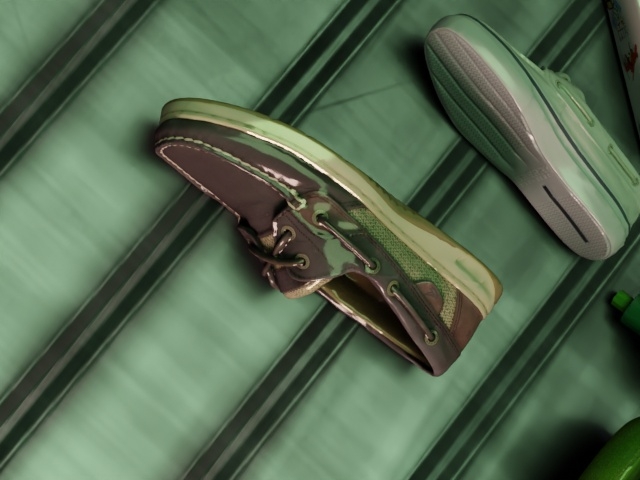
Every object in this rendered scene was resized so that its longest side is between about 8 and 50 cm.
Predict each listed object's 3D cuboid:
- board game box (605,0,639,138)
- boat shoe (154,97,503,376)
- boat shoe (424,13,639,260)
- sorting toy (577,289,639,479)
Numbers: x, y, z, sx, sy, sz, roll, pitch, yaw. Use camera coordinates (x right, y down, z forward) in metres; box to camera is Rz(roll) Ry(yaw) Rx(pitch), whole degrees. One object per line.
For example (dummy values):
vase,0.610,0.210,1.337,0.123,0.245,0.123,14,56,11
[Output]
board game box,0.316,-0.206,1.568,0.193,0.053,0.305,-15,91,-22
boat shoe,0.000,0.000,1.406,0.285,0.103,0.092,33,70,-22
boat shoe,0.163,-0.089,1.495,0.076,0.083,0.226,-49,115,-29
sorting toy,0.162,0.169,1.471,0.126,0.127,0.365,37,68,16
